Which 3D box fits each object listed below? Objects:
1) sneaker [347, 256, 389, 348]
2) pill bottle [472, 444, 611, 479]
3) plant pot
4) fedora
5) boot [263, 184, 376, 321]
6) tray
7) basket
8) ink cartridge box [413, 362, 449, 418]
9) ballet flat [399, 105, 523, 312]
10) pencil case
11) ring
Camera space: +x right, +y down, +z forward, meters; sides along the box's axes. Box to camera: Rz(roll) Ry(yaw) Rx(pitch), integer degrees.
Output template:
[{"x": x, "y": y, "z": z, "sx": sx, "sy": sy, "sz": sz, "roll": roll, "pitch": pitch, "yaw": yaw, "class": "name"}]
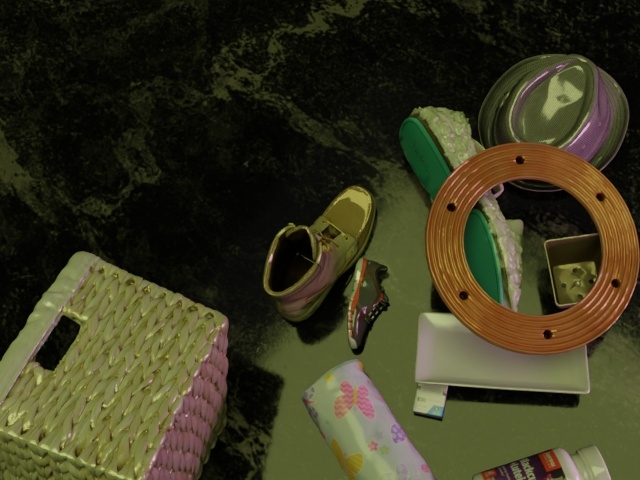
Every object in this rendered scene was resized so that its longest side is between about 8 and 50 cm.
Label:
[{"x": 0.081, "y": 0.105, "z": 1.679, "sx": 0.064, "sy": 0.061, "sz": 0.158, "roll": 9, "pitch": 75, "yaw": 3, "class": "sneaker"}, {"x": 0.337, "y": 0.378, "z": 1.532, "sx": 0.193, "sy": 0.108, "sz": 0.108, "roll": -19, "pitch": 71, "yaw": 1, "class": "pill bottle"}, {"x": 0.420, "y": 0.057, "z": 1.629, "sx": 0.109, "sy": 0.096, "sz": 0.109, "roll": -9, "pitch": 72, "yaw": 5, "class": "plant pot"}, {"x": 0.396, "y": -0.220, "z": 1.705, "sx": 0.243, "sy": 0.124, "sz": 0.275, "roll": 40, "pitch": 81, "yaw": 16, "class": "fedora"}, {"x": 0.000, "y": 0.000, "z": 1.644, "sx": 0.095, "sy": 0.203, "sz": 0.262, "roll": 33, "pitch": 81, "yaw": 15, "class": "boot"}, {"x": 0.289, "y": 0.185, "z": 1.619, "sx": 0.270, "sy": 0.030, "sz": 0.145, "roll": 3, "pitch": 48, "yaw": 7, "class": "tray"}, {"x": -0.310, "y": 0.257, "z": 1.494, "sx": 0.266, "sy": 0.331, "sz": 0.328, "roll": 17, "pitch": 49, "yaw": 10, "class": "basket"}, {"x": 0.181, "y": 0.242, "z": 1.637, "sx": 0.048, "sy": 0.028, "sz": 0.083, "roll": 11, "pitch": 74, "yaw": 11, "class": "ink cartridge box"}, {"x": 0.263, "y": -0.053, "z": 1.674, "sx": 0.147, "sy": 0.147, "sz": 0.409, "roll": -20, "pitch": 72, "yaw": 1, "class": "ballet flat"}, {"x": 0.085, "y": 0.319, "z": 1.580, "sx": 0.124, "sy": 0.113, "sz": 0.273, "roll": -25, "pitch": 69, "yaw": -30, "class": "pencil case"}, {"x": 0.324, "y": 0.011, "z": 1.555, "sx": 0.336, "sy": 0.032, "sz": 0.337, "roll": 2, "pitch": 74, "yaw": -7, "class": "ring"}]
